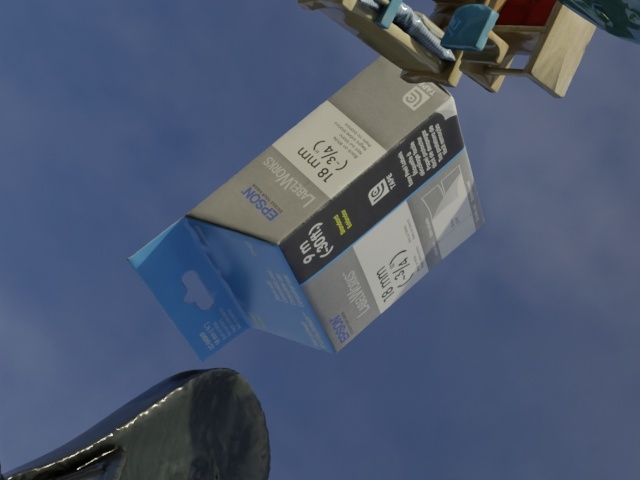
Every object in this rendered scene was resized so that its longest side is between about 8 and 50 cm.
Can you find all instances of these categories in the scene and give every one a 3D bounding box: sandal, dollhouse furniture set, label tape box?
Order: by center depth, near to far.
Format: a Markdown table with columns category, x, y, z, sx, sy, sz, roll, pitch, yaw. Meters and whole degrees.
| category | x | y | z | sx | sy | sz | roll | pitch | yaw |
| --- | --- | --- | --- | --- | --- | --- | --- | --- | --- |
| sandal | -0.154 | 0.216 | 0.898 | 0.107 | 0.446 | 0.168 | -6 | -68 | 36 |
| dollhouse furniture set | 0.104 | -0.198 | 0.987 | 0.183 | 0.129 | 0.129 | 16 | -102 | 56 |
| label tape box | 0.000 | 0.000 | 1.346 | 0.333 | 0.241 | 0.106 | -40 | -122 | -10 |

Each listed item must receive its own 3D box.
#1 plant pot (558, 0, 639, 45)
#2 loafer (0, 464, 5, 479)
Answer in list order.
| category | x | y | z | sx | sy | sz | roll | pitch | yaw |
| --- | --- | --- | --- | --- | --- | --- | --- | --- | --- |
| plant pot | 0.151 | -0.227 | 0.553 | 0.235 | 0.293 | 0.293 | -47 | -119 | 4 |
| loafer | -0.285 | 0.082 | 0.690 | 0.267 | 0.096 | 0.084 | 12 | -67 | 21 |
